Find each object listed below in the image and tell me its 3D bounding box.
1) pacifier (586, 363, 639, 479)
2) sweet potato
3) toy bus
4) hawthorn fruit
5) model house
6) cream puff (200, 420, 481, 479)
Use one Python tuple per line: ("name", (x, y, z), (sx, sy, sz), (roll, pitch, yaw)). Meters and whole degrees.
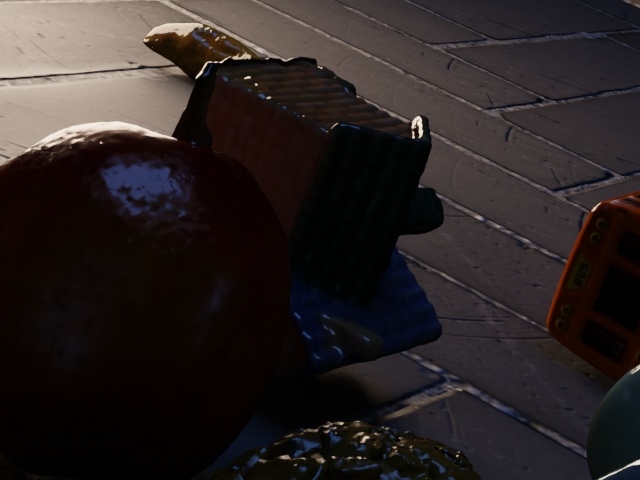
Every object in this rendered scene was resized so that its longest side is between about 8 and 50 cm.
("pacifier", (0.247, 0.173, 0.813), (0.343, 0.288, 0.269), (13, 50, -47))
("sweet potato", (-0.078, -0.155, 1.649), (0.182, 0.053, 0.054), (31, -16, 24))
("toy bus", (0.312, 0.026, 1.385), (0.153, 0.143, 0.329), (30, 23, 28))
("hawthorn fruit", (-0.101, 0.012, 0.915), (0.196, 0.225, 0.196), (27, 10, -5))
("model house", (0.000, 0.000, 1.097), (0.172, 0.183, 0.166), (29, 23, 33))
("cream puff", (0.000, 0.146, 0.726), (0.150, 0.165, 0.115), (17, -20, 29))
